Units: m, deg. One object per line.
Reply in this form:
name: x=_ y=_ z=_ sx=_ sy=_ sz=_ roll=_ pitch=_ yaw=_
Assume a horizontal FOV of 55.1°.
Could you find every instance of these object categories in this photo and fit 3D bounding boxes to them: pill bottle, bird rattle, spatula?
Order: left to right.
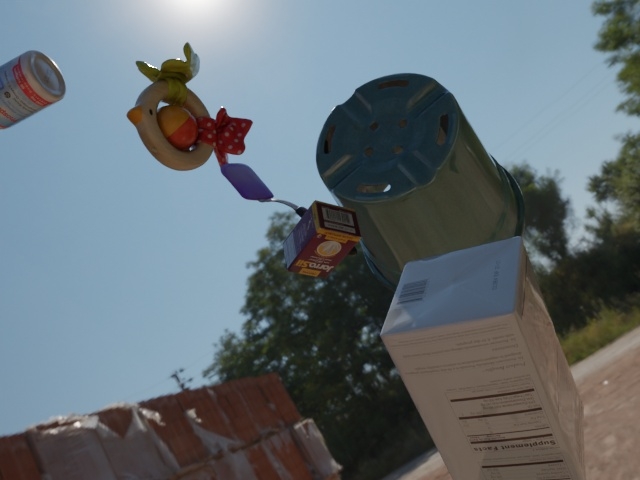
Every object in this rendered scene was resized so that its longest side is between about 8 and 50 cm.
pill bottle: x=-0.495 y=-0.230 z=0.973 sx=0.160 sy=0.087 sz=0.087 roll=-23 pitch=-17 yaw=15
bird rattle: x=-0.250 y=-0.211 z=1.110 sx=0.143 sy=0.254 sz=0.207 roll=-6 pitch=38 yaw=32
spatula: x=-0.054 y=-0.054 z=1.009 sx=0.084 sy=0.296 sz=0.030 roll=-9 pitch=-54 yaw=-53

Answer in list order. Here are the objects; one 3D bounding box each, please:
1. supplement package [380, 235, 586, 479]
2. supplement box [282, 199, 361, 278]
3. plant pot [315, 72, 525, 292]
supplement package: x=0.182 y=0.144 z=0.652 sx=0.133 sy=0.244 sz=0.139 roll=-15 pitch=24 yaw=28
supplement box: x=0.000 y=0.000 z=0.693 sx=0.055 sy=0.043 sz=0.083 roll=11 pitch=-42 yaw=-26
plant pot: x=0.174 y=-0.105 z=1.122 sx=0.341 sy=0.341 sz=0.334 roll=-36 pitch=-36 yaw=7
